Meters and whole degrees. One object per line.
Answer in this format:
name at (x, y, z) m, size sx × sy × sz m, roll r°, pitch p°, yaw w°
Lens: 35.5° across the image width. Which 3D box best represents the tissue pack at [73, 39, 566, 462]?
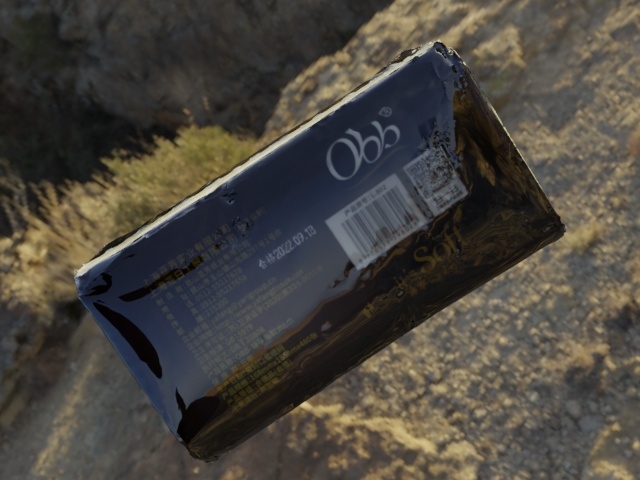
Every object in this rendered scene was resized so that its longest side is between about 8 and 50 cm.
tissue pack at (0.000, 0.000, 0.867) m, size 0.370 × 0.210 × 0.198 m, roll -32°, pitch 2°, yaw -1°
